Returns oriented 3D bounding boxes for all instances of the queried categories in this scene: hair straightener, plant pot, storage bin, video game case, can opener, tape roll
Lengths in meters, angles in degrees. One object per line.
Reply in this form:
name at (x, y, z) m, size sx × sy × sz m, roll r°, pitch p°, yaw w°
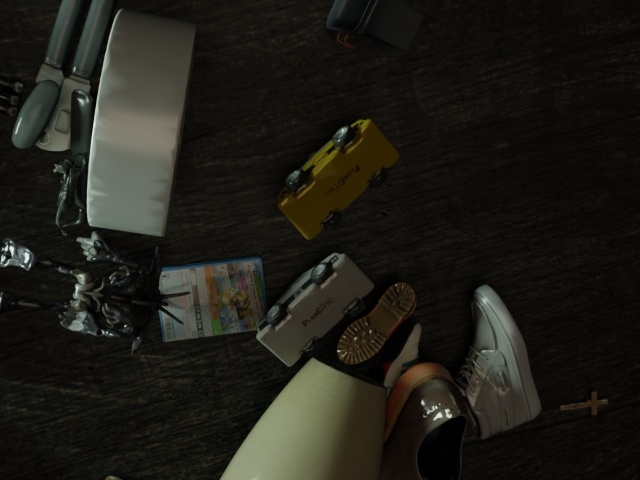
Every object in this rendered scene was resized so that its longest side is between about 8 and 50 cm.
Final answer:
hair straightener at (-0.351, -0.105, 1.136) m, size 0.047 × 0.089 × 0.230 m, roll 30°, pitch 117°, yaw 19°
plant pot at (-0.006, 0.330, 1.240) m, size 0.256 × 0.256 × 0.274 m, roll 24°, pitch 87°, yaw -14°
storage bin at (0.077, -0.311, 1.138) m, size 0.091 × 0.135 × 0.098 m, roll 22°, pitch 100°, yaw -23°
video game case at (-0.169, 0.091, 1.257) m, size 0.166 × 0.015 × 0.119 m, roll -7°, pitch 104°, yaw -7°
can opener at (-0.344, -0.252, 1.109) m, size 0.074 × 0.093 × 0.280 m, roll 20°, pitch 96°, yaw -12°
tape roll at (-0.229, -0.151, 1.049) m, size 0.100 × 0.286 × 0.286 m, roll 8°, pitch 103°, yaw -10°

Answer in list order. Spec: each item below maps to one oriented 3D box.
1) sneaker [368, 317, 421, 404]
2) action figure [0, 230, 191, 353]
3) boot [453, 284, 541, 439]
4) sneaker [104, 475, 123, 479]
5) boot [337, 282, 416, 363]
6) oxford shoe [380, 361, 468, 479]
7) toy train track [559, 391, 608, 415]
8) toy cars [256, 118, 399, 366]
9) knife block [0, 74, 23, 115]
sneaker at (0.136, 0.204, 1.318) m, size 0.075 × 0.057 × 0.161 m, roll 18°, pitch 100°, yaw -29°
action figure at (-0.334, 0.067, 1.167) m, size 0.276 × 0.141 × 0.164 m, roll 15°, pitch 94°, yaw -39°
boot at (0.267, 0.207, 1.309) m, size 0.123 × 0.095 × 0.258 m, roll -25°, pitch 107°, yaw -9°
sneaker at (-0.293, 0.416, 1.311) m, size 0.118 × 0.067 × 0.042 m, roll 30°, pitch 102°, yaw 16°
boot at (0.094, 0.137, 1.273) m, size 0.158 × 0.084 × 0.059 m, roll -44°, pitch 75°, yaw 2°
oxford shoe at (0.144, 0.380, 1.296) m, size 0.130 × 0.133 × 0.363 m, roll 1°, pitch 116°, yaw -22°
toy train track at (0.457, 0.283, 1.403) m, size 0.083 × 0.014 × 0.048 m, roll -9°, pitch 112°, yaw -1°
toy cars at (0.000, 0.000, 1.226) m, size 0.176 × 0.087 × 0.393 m, roll 3°, pitch 108°, yaw -21°
knife block at (-0.557, -0.232, 1.078) m, size 0.242 × 0.088 × 0.275 m, roll -26°, pitch 106°, yaw -2°
